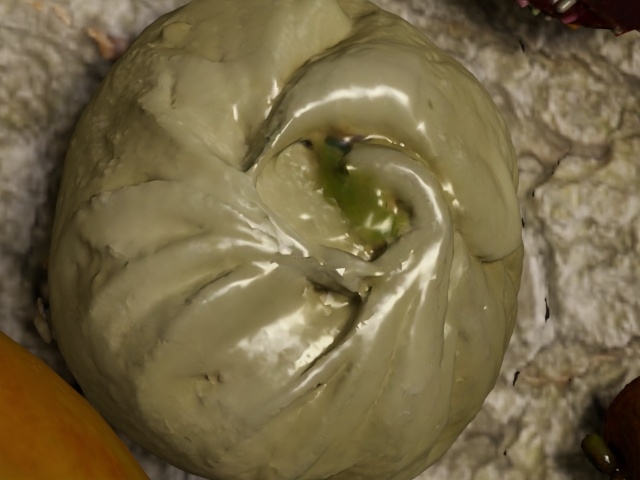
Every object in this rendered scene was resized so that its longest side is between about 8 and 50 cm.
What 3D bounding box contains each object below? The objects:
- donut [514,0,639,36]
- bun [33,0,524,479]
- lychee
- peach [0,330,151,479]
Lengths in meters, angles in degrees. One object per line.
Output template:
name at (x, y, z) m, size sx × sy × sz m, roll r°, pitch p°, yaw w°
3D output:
donut at (0.143, -0.229, 1.021) m, size 0.235 × 0.089 × 0.235 m, roll -7°, pitch 104°, yaw -32°
bun at (0.000, 0.000, 0.881) m, size 0.259 × 0.160 × 0.259 m, roll 7°, pitch 77°, yaw -32°
lychee at (0.189, 0.126, 0.997) m, size 0.140 × 0.101 × 0.114 m, roll -16°, pitch 98°, yaw -37°
peach at (-0.178, 0.170, 0.673) m, size 0.308 × 0.308 × 0.332 m, roll -53°, pitch 138°, yaw -27°
